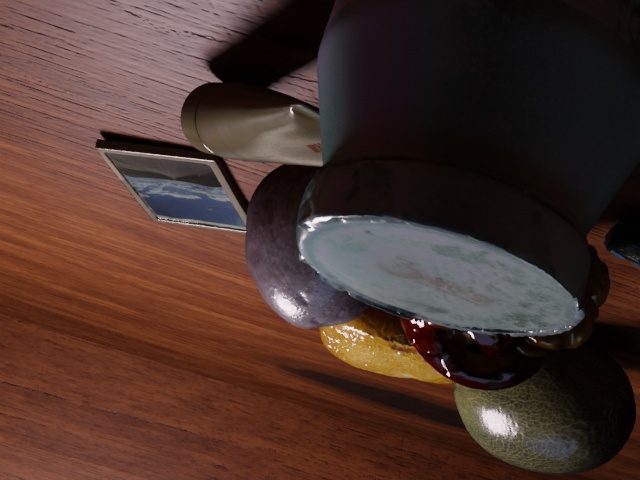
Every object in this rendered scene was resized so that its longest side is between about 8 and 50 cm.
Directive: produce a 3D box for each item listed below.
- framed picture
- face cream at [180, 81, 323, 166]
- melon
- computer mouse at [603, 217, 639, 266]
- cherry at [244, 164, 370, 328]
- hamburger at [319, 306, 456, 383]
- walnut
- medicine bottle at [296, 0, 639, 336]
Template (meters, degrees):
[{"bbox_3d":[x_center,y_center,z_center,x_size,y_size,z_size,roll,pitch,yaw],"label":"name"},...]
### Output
[{"bbox_3d":[-0.207,-0.078,1.317,0.188,0.023,0.260,8,158,13],"label":"framed picture"},{"bbox_3d":[-0.043,-0.112,0.856,0.137,0.084,0.341,24,178,-31],"label":"face cream"},{"bbox_3d":[0.372,0.270,1.481,0.301,0.238,0.237,4,158,41],"label":"melon"},{"bbox_3d":[0.384,0.002,1.037,0.079,0.047,0.135,27,172,3],"label":"computer mouse"},{"bbox_3d":[0.000,0.000,1.097,0.183,0.213,0.266,-13,164,-26],"label":"cherry"},{"bbox_3d":[0.145,0.128,1.375,0.289,0.170,0.314,18,161,3],"label":"hamburger"},{"bbox_3d":[0.204,0.055,1.005,0.243,0.269,0.222,10,128,4],"label":"walnut"},{"bbox_3d":[0.115,-0.098,0.616,0.244,0.290,0.245,14,160,5],"label":"medicine bottle"}]
